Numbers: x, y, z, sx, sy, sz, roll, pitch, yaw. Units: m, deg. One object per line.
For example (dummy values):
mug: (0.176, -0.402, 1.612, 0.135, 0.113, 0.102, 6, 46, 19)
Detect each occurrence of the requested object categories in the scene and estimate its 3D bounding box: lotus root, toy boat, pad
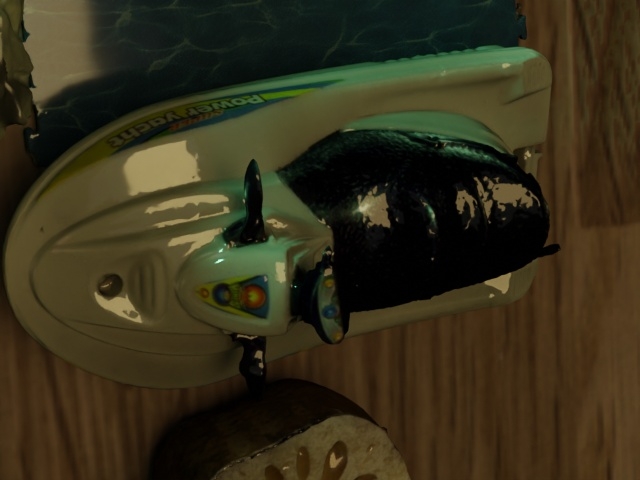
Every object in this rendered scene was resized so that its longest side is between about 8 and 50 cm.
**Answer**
lotus root: (-0.021, 0.128, 0.842, 0.122, 0.081, 0.112, -25, 112, -22)
toy boat: (0.001, -0.003, 0.800, 0.269, 0.141, 0.141, -19, 109, -38)
pad: (-0.026, -0.182, 0.819, 0.269, 0.012, 0.269, -15, 107, -25)

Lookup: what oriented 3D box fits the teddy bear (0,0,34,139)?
teddy bear: (-0.267, 0.005, 0.678, 0.327, 0.375, 0.362, 23, 47, -29)
